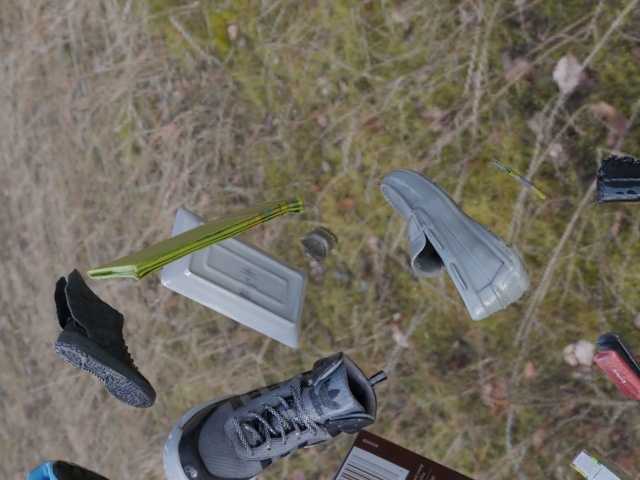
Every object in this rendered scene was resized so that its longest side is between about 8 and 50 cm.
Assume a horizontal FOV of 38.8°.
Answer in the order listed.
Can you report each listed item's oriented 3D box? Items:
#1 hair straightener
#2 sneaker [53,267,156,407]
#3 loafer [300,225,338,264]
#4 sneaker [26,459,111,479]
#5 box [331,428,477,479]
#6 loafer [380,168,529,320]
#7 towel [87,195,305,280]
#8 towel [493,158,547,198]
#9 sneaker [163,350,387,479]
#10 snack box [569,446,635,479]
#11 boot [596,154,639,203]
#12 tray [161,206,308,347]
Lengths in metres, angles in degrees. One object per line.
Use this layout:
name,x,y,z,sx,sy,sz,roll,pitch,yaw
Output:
hair straightener,0.518,0.225,1.434,0.230,0.089,0.047,43,130,-12
sneaker,-0.248,0.117,1.061,0.051,0.089,0.170,-27,124,36
loafer,0.000,0.000,1.508,0.056,0.050,0.148,35,168,0
sneaker,-0.254,0.355,0.799,0.125,0.341,0.139,-29,121,26
box,0.091,0.377,1.141,0.167,0.168,0.203,20,147,21
loafer,0.171,-0.003,1.329,0.112,0.111,0.319,53,176,-41
towel,-0.131,-0.002,1.002,0.102,0.237,0.021,-9,102,49
towel,0.300,-0.091,1.361,0.009,0.083,0.060,-54,29,10
sneaker,-0.038,0.190,0.984,0.153,0.269,0.101,-33,78,37
snack box,0.454,0.372,1.434,0.100,0.141,0.037,41,97,25
boot,0.425,-0.057,1.226,0.045,0.099,0.121,63,-147,-74
tray,-0.123,0.058,1.452,0.030,0.270,0.145,-26,45,44
